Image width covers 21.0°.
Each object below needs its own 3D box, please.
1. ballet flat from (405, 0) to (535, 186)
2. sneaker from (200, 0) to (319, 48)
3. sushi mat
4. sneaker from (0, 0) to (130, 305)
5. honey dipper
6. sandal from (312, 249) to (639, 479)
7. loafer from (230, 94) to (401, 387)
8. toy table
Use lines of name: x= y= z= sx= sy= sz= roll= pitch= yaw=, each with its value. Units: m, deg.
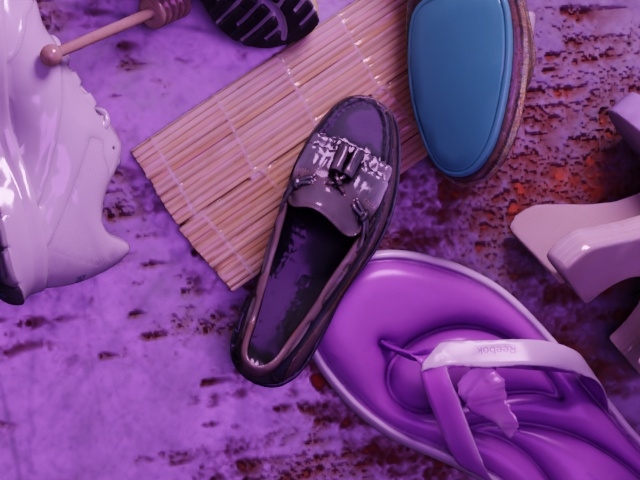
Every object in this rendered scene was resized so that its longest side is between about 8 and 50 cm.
ballet flat: x=0.131 y=-0.223 z=1.489 sx=0.123 sy=0.123 sz=0.348 roll=-10 pitch=90 yaw=-11
sneaker: x=-0.084 y=-0.244 z=1.468 sx=0.208 sy=0.094 sz=0.081 roll=32 pitch=125 yaw=-27
sushi mat: x=0.003 y=-0.102 z=1.520 sx=0.316 sy=0.019 sz=0.151 roll=-35 pitch=98 yaw=-9
sneaker: x=-0.238 y=-0.100 z=1.441 sx=0.129 sy=0.111 sz=0.297 roll=-11 pitch=98 yaw=-27
honey dipper: x=-0.170 y=-0.174 z=1.434 sx=0.161 sy=0.030 sz=0.030 roll=-34 pitch=100 yaw=-42
sandal: x=0.175 y=0.149 z=1.522 sx=0.416 sy=0.102 sz=0.169 roll=36 pitch=83 yaw=-9
loafer: x=0.000 y=0.000 z=1.461 sx=0.096 sy=0.084 sz=0.267 roll=22 pitch=87 yaw=4
toy table: x=0.295 y=0.016 z=1.490 sx=0.161 sy=0.274 sz=0.252 roll=-41 pitch=133 yaw=2
